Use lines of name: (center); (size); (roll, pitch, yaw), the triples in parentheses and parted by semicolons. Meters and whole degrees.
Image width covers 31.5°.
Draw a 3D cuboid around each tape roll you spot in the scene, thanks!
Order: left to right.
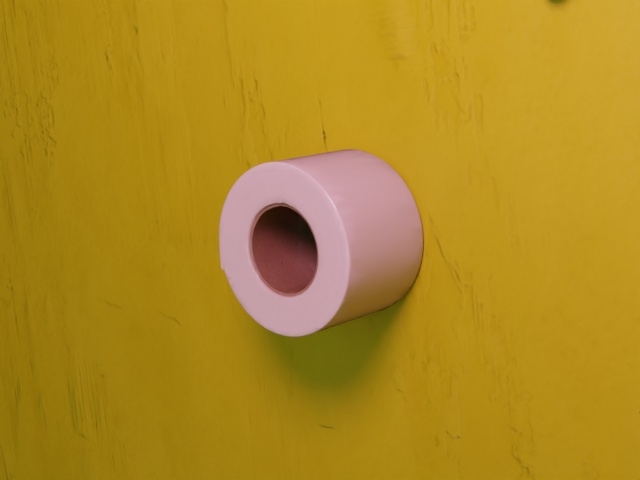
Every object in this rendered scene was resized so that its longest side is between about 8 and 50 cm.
tape roll: (0.000, 0.000, 1.603); (0.246, 0.169, 0.246); (11, 107, 40)
